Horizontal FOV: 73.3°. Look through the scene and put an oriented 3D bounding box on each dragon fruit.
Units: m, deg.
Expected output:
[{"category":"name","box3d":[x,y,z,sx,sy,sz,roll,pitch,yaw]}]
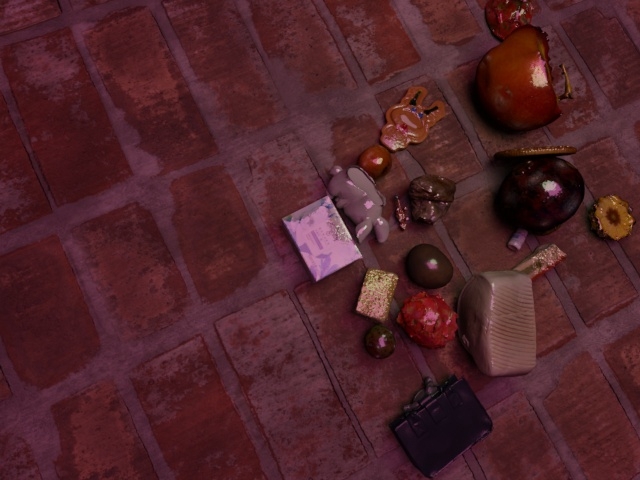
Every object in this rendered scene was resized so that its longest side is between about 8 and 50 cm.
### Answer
[{"category":"dragon fruit","box3d":[0.841,-1.033,1.904,0.134,0.211,0.262,-15,75,-16]},{"category":"dragon fruit","box3d":[0.409,0.308,1.601,0.210,0.205,0.268,-52,125,-28]}]

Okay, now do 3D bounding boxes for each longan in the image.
[{"category":"longan","box3d":[0.415,0.101,1.655,0.189,0.189,0.189,1,79,-6]}]

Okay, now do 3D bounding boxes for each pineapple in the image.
[{"category":"pineapple","box3d":[1.226,-0.093,1.827,0.224,0.076,0.225,2,80,-9]}]

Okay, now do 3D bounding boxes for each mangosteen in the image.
[{"category":"mangosteen","box3d":[0.885,-0.159,1.695,0.359,0.306,0.306,45,77,-13]}]

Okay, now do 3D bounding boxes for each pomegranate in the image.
[{"category":"pomegranate","box3d":[0.228,0.377,1.603,0.130,0.130,0.130,1,79,-6]}]

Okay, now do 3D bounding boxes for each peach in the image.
[{"category":"peach","box3d":[0.813,-0.645,1.768,0.335,0.310,0.406,-24,94,-47]}]

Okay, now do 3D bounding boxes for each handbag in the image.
[{"category":"handbag","box3d":[0.428,0.658,1.574,0.325,0.118,0.269,-31,91,-12]}]

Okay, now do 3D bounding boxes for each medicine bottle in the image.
[{"category":"medicine bottle","box3d":[0.815,-0.005,1.775,0.052,0.052,0.089,35,77,1]}]

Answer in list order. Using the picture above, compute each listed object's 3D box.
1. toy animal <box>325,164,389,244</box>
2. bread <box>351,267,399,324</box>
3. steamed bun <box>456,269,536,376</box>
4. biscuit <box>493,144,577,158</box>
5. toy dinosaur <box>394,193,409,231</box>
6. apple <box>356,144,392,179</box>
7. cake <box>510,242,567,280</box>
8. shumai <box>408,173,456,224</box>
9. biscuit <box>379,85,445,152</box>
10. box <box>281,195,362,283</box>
[{"category":"toy animal","box3d":[0.148,-0.145,1.667,0.208,0.154,0.325,-5,64,-36]},{"category":"bread","box3d":[0.209,0.210,1.641,0.138,0.102,0.196,20,75,-5]},{"category":"steamed bun","box3d":[0.649,0.302,1.612,0.247,0.236,0.384,0,86,-17]},{"category":"biscuit","box3d":[0.855,-0.353,1.726,0.305,0.305,0.038,-4,96,-7]},{"category":"toy dinosaur","box3d":[0.324,-0.112,1.738,0.049,0.055,0.154,-11,89,-6]},{"category":"apple","box3d":[0.219,-0.308,1.722,0.146,0.146,0.146,1,79,-6]},{"category":"cake","box3d":[0.886,0.094,1.772,0.220,0.117,0.086,-41,82,21]},{"category":"shumai","box3d":[0.429,-0.162,1.736,0.184,0.218,0.185,33,120,11]},{"category":"biscuit","box3d":[0.382,-0.509,1.826,0.202,0.047,0.334,43,78,2]},{"category":"box","box3d":[0.000,-0.001,1.649,0.203,0.116,0.274,-27,83,-11]}]
